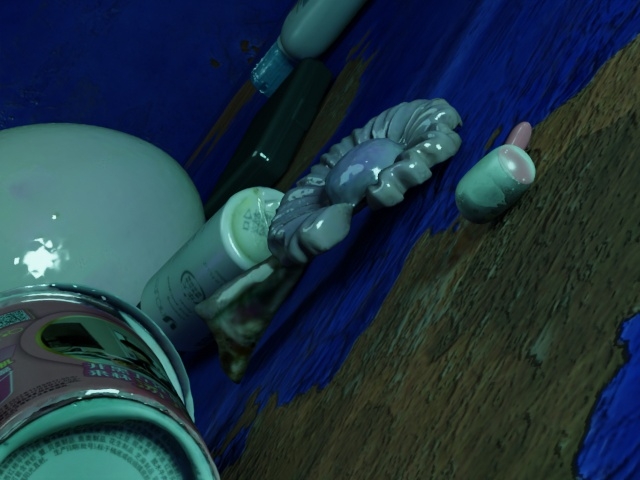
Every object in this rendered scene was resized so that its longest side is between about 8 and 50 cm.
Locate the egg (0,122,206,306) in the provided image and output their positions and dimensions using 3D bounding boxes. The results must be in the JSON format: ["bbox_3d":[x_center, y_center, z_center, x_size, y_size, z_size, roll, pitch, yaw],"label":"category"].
[{"bbox_3d":[-0.289,0.019,1.563,0.340,0.354,0.354,-34,6,-13],"label":"egg"}]

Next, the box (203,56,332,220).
[{"bbox_3d":[-0.068,-0.126,1.761,0.160,0.050,0.230,-44,15,42],"label":"box"}]

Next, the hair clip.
[{"bbox_3d":[-0.007,-0.003,1.050,0.300,0.069,0.173,-49,12,29],"label":"hair clip"}]

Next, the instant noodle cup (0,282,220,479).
[{"bbox_3d":[-0.175,0.158,0.934,0.244,0.244,0.255,-56,17,-6],"label":"instant noodle cup"}]

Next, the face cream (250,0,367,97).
[{"bbox_3d":[0.009,-0.346,2.031,0.336,0.080,0.163,-49,13,31],"label":"face cream"}]

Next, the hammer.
[{"bbox_3d":[0.108,-0.046,0.794,0.052,0.031,0.083,-41,10,40],"label":"hammer"}]

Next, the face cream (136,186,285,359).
[{"bbox_3d":[-0.113,0.048,1.297,0.311,0.092,0.092,-37,20,55],"label":"face cream"}]
